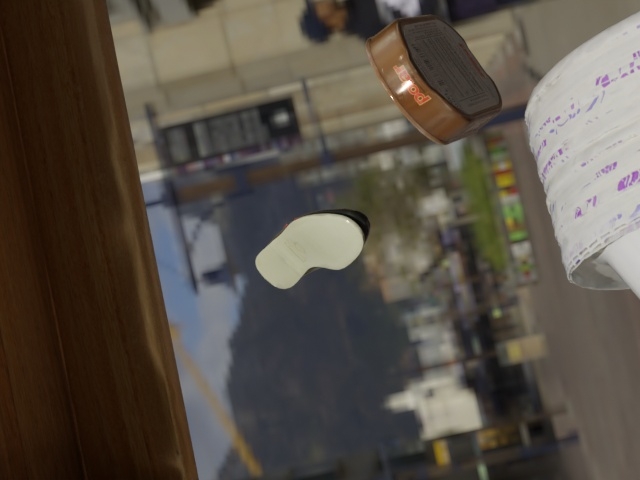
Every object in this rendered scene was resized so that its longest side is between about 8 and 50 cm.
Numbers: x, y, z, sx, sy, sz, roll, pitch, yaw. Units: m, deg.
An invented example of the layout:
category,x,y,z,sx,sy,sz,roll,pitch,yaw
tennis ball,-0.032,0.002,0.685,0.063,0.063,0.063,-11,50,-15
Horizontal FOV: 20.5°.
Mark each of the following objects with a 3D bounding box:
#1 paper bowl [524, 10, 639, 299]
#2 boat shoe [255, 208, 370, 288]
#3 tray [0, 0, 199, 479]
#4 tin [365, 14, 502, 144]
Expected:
category,x,y,z,sx,sy,sz,roll,pitch,yaw
paper bowl,0.249,-0.033,0.824,0.284,0.284,0.148,57,-161,-76
boat shoe,-0.001,-0.001,1.299,0.049,0.042,0.133,50,149,-7
tray,-0.169,-0.059,0.799,0.203,0.076,0.411,-2,-100,-65
tin,0.096,-0.132,1.437,0.106,0.040,0.189,58,-159,2
